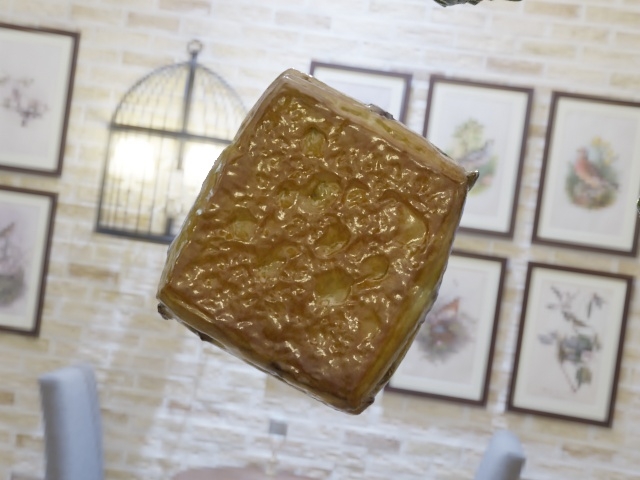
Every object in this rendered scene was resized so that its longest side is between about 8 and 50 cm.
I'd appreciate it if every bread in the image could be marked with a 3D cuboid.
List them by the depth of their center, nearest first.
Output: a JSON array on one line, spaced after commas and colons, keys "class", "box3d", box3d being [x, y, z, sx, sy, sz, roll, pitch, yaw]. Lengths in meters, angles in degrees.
[{"class": "bread", "box3d": [0.000, 0.000, 0.839, 0.210, 0.235, 0.099, 28, 5, 3]}]

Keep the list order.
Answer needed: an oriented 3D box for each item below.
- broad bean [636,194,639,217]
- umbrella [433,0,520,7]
[{"class": "broad bean", "box3d": [0.393, -0.065, 0.796, 0.325, 0.067, 0.075, -21, -22, 41]}, {"class": "umbrella", "box3d": [0.066, -0.179, 0.644, 0.144, 0.062, 0.067, 13, -35, -3]}]
